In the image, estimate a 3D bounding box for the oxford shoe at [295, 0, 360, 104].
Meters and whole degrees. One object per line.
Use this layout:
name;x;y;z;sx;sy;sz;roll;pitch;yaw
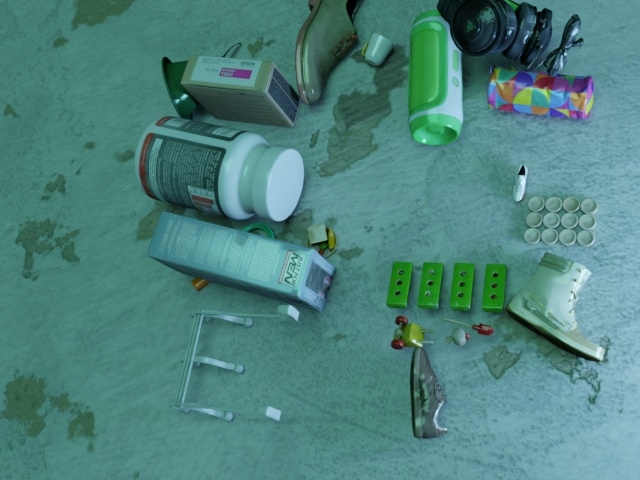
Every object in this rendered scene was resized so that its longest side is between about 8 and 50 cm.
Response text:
oxford shoe;0.023;-0.495;2.084;0.130;0.123;0.348;7;74;16

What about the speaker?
speaker;0.266;-0.375;1.947;0.131;0.131;0.296;-3;70;19

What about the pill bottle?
pill bottle;-0.239;-0.165;2.002;0.363;0.210;0.210;15;76;24

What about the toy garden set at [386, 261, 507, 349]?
toy garden set;0.263;0.144;1.783;0.244;0.049;0.204;1;56;18

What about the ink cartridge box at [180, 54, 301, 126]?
ink cartridge box;-0.191;-0.364;2.069;0.235;0.193;0.088;10;75;22

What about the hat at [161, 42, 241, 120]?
hat;-0.286;-0.419;2.142;0.183;0.173;0.208;-18;73;7

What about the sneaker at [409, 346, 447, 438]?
sneaker;0.224;0.314;1.749;0.071;0.066;0.188;1;72;-1

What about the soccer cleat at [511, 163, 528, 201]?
soccer cleat;0.434;-0.126;1.843;0.029;0.035;0.083;12;75;23

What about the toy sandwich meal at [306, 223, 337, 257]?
toy sandwich meal;0.000;0.000;1.955;0.086;0.029;0.085;-7;68;17

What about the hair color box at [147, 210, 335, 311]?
hair color box;-0.174;0.048;1.893;0.374;0.185;0.113;14;80;19

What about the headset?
headset;0.417;-0.480;1.834;0.394;0.243;0.185;62;140;45

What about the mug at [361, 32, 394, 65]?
mug;0.138;-0.463;2.073;0.062;0.078;0.064;26;89;-7

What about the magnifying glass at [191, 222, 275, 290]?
magnifying glass;-0.209;0.043;2.020;0.231;0.026;0.092;-35;63;3

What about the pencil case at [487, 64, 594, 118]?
pencil case;0.484;-0.331;1.869;0.236;0.104;0.104;14;76;22

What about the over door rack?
over door rack;-0.179;0.272;1.858;0.324;0.108;0.239;-5;67;40

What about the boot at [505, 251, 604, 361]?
boot;0.504;0.131;1.701;0.213;0.077;0.165;32;81;27

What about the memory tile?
memory tile;0.510;-0.042;1.797;0.148;0.012;0.113;3;72;22
